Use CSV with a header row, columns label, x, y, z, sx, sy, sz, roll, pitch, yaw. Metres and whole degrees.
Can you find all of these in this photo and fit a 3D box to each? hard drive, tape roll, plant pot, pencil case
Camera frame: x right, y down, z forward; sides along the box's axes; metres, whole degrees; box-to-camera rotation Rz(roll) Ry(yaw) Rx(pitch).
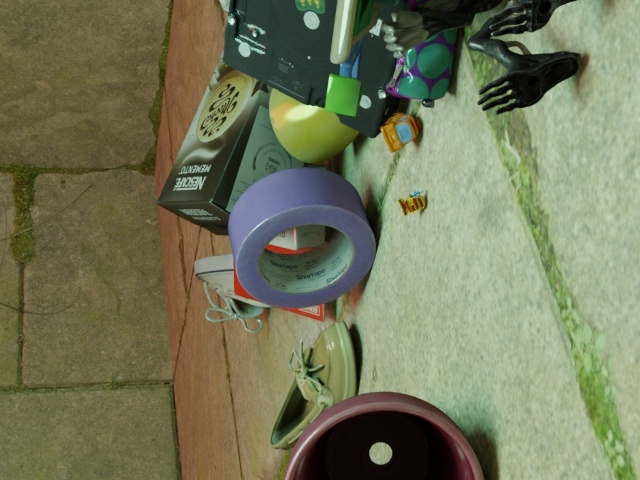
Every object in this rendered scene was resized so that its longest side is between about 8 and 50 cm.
label,x,y,z,sx,sy,sz,roll,pitch,yaw
hard drive,0.013,-0.311,1.196,0.064,0.237,0.338,-46,-23,-43
tape roll,-0.026,-0.001,1.379,0.080,0.189,0.189,-105,21,-46
plant pot,0.063,0.250,1.087,0.180,0.202,0.201,-76,-14,-87
plant pot,0.012,-0.179,1.393,0.095,0.134,0.134,-12,77,48
pencil case,0.110,-0.222,1.088,0.064,0.070,0.151,31,122,47

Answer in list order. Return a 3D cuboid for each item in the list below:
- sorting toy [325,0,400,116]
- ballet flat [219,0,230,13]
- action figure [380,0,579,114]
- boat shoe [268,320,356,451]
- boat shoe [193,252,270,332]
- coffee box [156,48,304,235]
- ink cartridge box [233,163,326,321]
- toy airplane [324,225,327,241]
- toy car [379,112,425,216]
label,x,y,z,sx,sy,sz,roll,pitch,yaw
sorting toy,0.058,-0.279,0.993,0.196,0.047,0.347,-63,-17,-62
ballet flat,-0.100,-0.571,1.784,0.147,0.147,0.408,-120,33,-62
action figure,0.125,-0.238,0.911,0.275,0.141,0.164,-111,13,-49
boat shoe,-0.011,0.229,1.520,0.104,0.089,0.285,-105,21,-45
boat shoe,-0.153,0.104,2.012,0.367,0.136,0.156,171,95,-65
coffee box,-0.100,-0.160,1.490,0.168,0.119,0.297,2,66,54
ink cartridge box,-0.091,-0.008,1.621,0.275,0.060,0.238,11,102,54
toy airplane,0.000,0.000,1.593,0.151,0.028,0.151,-178,90,-74
toy car,0.108,-0.094,1.208,0.041,0.060,0.122,-16,91,30
